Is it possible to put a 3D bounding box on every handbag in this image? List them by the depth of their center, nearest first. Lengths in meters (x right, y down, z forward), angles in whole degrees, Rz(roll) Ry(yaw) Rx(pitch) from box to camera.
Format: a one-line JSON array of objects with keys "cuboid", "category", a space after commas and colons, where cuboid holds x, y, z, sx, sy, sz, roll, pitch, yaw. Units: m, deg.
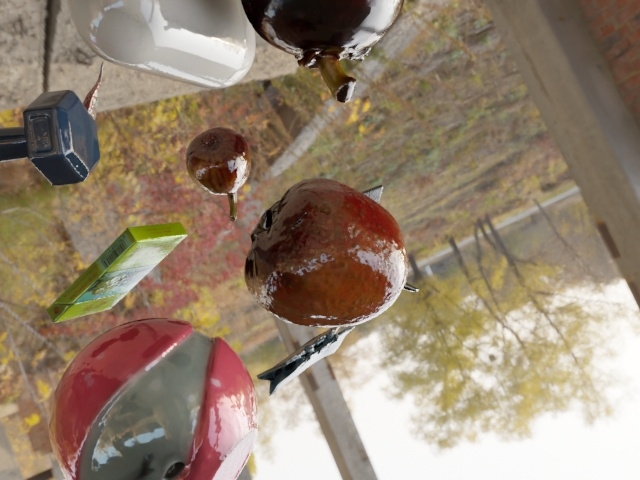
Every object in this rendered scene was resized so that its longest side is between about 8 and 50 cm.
[{"cuboid": [-0.029, 0.255, 1.504, 0.221, 0.057, 0.144, -28, 167, -39], "category": "handbag"}]

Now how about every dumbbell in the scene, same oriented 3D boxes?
[{"cuboid": [-0.548, -0.158, 1.124, 0.325, 0.144, 0.160, -7, 151, 4], "category": "dumbbell"}]

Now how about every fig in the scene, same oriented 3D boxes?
[{"cuboid": [-0.246, -0.177, 1.680, 0.175, 0.175, 0.207, -23, 144, 0], "category": "fig"}]

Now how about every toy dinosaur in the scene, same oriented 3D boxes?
[{"cuboid": [-0.521, -0.274, 1.469, 0.053, 0.167, 0.242, 27, 102, -30], "category": "toy dinosaur"}]

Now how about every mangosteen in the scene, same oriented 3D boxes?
[{"cuboid": [0.007, -0.320, 0.935, 0.236, 0.261, 0.235, -4, 178, 0], "category": "mangosteen"}]

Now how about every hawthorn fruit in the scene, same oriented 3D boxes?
[{"cuboid": [0.038, 0.041, 1.283, 0.369, 0.284, 0.285, 18, 153, -25], "category": "hawthorn fruit"}]

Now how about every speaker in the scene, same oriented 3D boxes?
[{"cuboid": [-0.244, 0.255, 0.967, 0.294, 0.294, 0.294, -23, 173, -3], "category": "speaker"}]

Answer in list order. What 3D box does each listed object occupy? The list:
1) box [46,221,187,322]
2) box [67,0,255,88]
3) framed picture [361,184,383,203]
[{"cuboid": [-0.484, 0.075, 1.594, 0.335, 0.047, 0.187, -39, 168, 24], "category": "box"}, {"cuboid": [-0.224, -0.372, 0.952, 0.141, 0.288, 0.349, -12, 180, 24], "category": "box"}, {"cuboid": [0.000, 0.000, 1.624, 0.324, 0.013, 0.244, -22, 146, -25], "category": "framed picture"}]
